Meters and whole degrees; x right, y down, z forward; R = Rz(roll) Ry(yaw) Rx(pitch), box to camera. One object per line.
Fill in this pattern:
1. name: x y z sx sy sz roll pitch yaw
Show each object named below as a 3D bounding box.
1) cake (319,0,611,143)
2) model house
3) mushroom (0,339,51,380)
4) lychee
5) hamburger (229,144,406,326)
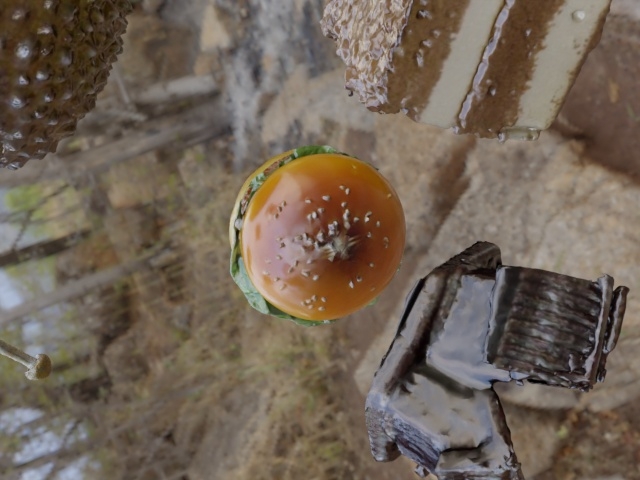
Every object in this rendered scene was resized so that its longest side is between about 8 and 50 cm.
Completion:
1. cake: 0.186 -0.307 1.492 0.256 0.290 0.282 -113 33 -47
2. model house: 0.135 0.102 0.863 0.164 0.203 0.141 20 174 32
3. mushroom: -0.520 0.159 1.632 0.043 0.306 0.068 -15 69 47
4. lychee: -0.438 -0.292 1.501 0.380 0.432 0.380 46 180 0
5. hamburger: 0.001 -0.001 1.494 0.246 0.246 0.170 70 167 -15
